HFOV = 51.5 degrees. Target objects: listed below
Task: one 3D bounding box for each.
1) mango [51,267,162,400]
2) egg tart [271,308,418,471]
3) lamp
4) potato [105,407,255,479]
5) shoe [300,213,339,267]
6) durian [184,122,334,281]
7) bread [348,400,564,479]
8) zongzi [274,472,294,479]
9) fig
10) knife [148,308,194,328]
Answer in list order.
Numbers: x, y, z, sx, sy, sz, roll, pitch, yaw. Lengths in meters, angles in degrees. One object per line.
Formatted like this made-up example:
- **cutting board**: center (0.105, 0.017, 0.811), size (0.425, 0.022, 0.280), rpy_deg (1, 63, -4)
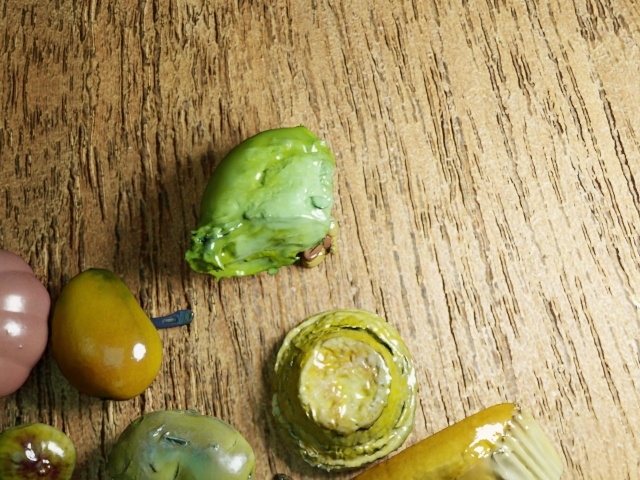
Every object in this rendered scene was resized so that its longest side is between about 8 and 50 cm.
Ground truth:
- **mango**: center (-0.397, 0.176, 1.203), size (0.175, 0.139, 0.254), rpy_deg (-34, 68, -17)
- **egg tart**: center (0.043, 0.257, 1.176), size (0.294, 0.123, 0.294), rpy_deg (0, 72, 0)
- **lamp**: center (-0.634, 0.145, 1.158), size (0.305, 0.239, 0.305), rpy_deg (-3, 69, 7)
- **potato**: center (-0.233, 0.372, 1.129), size (0.248, 0.143, 0.169), rpy_deg (9, 63, 8)
- **shoe**: center (0.001, 0.003, 1.281), size (0.109, 0.069, 0.072), rpy_deg (-43, 83, -5)
- **durian**: center (-0.098, -0.071, 1.236), size (0.255, 0.204, 0.340), rpy_deg (-1, 53, 9)
- **bread**: center (0.198, 0.400, 1.070), size (0.388, 0.236, 0.183), rpy_deg (-30, 76, -7)
- **zongzi**: center (-0.056, 0.456, 1.155), size (0.083, 0.067, 0.073), rpy_deg (38, 70, -6)
- **fig**: center (-0.502, 0.383, 1.147), size (0.153, 0.121, 0.136), rpy_deg (29, 72, -1)
- **knife**: center (-0.301, 0.153, 1.267), size (0.121, 0.018, 0.031), rpy_deg (-7, 80, -1)
